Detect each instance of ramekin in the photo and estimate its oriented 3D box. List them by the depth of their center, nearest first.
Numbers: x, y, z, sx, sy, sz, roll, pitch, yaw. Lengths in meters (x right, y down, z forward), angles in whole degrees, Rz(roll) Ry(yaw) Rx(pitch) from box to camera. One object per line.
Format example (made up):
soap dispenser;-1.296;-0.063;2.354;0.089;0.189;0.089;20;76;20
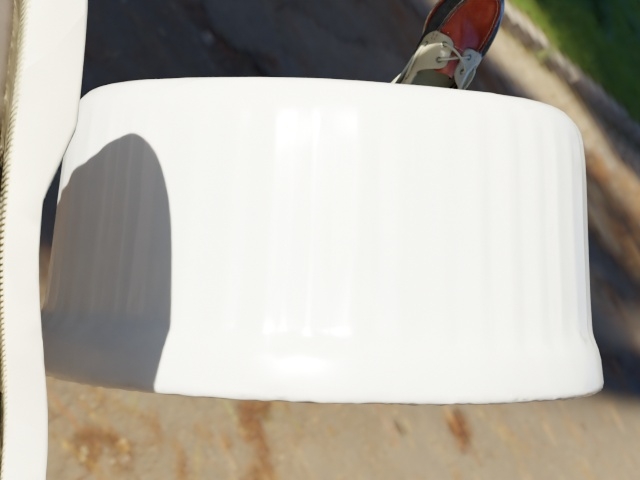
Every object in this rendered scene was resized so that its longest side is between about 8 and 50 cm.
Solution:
ramekin;0.000;0.000;0.737;0.277;0.277;0.135;2;90;-69

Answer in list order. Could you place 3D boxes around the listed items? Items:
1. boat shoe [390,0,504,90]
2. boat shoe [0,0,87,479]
boat shoe;0.082;-0.118;1.034;0.049;0.137;0.043;30;24;-18
boat shoe;-0.132;0.031;0.429;0.096;0.116;0.324;16;56;-26
